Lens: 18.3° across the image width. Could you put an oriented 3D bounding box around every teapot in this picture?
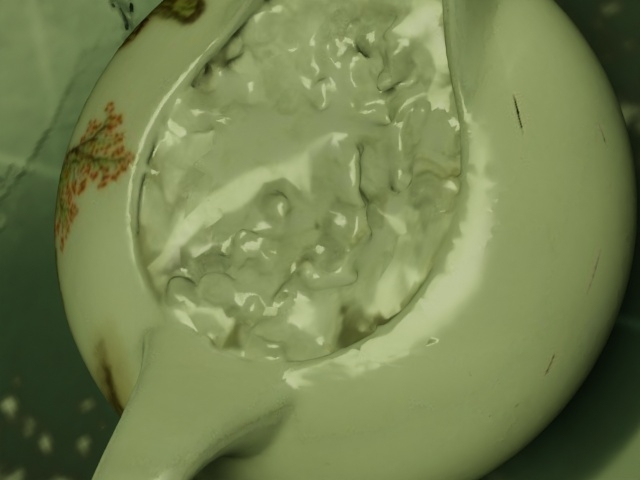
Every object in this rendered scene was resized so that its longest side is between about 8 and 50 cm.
[{"bbox_3d":[0.000,0.000,0.673,0.204,0.139,0.298,15,82,19],"label":"teapot"}]
